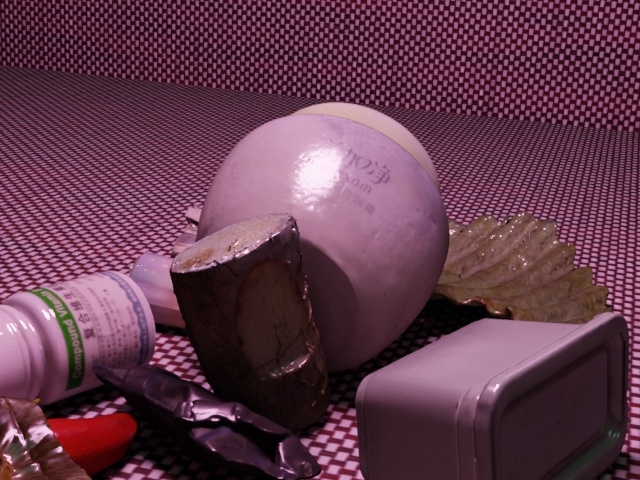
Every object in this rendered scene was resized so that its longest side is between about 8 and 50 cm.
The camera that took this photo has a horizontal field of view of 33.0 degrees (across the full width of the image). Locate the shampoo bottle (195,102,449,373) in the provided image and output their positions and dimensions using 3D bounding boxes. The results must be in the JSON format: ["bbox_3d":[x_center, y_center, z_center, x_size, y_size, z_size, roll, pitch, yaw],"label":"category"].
[{"bbox_3d":[0.000,0.000,1.400,0.322,0.323,0.317,9,42,18],"label":"shampoo bottle"}]

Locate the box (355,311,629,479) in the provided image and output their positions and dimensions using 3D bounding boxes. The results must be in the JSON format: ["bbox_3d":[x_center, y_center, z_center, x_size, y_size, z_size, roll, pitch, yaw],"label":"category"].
[{"bbox_3d":[0.184,0.179,1.144,0.182,0.175,0.311,7,16,39],"label":"box"}]

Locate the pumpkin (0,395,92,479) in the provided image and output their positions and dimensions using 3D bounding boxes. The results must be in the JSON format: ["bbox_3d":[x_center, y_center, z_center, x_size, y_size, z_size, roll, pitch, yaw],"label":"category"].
[{"bbox_3d":[-0.250,0.225,0.806,0.139,0.222,0.317,-5,20,-27],"label":"pumpkin"}]

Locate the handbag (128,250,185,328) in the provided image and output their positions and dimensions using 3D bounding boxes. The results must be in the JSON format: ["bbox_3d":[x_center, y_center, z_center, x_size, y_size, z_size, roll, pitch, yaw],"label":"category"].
[{"bbox_3d":[-0.202,0.076,1.522,0.173,0.095,0.117,13,17,6],"label":"handbag"}]

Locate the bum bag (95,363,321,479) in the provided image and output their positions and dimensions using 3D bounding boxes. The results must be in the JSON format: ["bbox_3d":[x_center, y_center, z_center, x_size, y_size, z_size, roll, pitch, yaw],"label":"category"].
[{"bbox_3d":[-0.133,0.190,1.157,0.137,0.074,0.310,26,-7,-42],"label":"bum bag"}]

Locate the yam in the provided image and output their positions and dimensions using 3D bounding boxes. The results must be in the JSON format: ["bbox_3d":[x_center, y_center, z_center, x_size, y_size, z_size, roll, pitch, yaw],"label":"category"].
[{"bbox_3d":[-0.079,0.087,1.215,0.153,0.255,0.154,-9,33,6],"label":"yam"}]

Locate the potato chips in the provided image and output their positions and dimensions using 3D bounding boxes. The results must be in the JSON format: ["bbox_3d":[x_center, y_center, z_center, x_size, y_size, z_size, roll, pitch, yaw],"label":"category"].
[{"bbox_3d":[0.262,0.054,1.656,0.373,0.097,0.389,11,22,17],"label":"potato chips"}]

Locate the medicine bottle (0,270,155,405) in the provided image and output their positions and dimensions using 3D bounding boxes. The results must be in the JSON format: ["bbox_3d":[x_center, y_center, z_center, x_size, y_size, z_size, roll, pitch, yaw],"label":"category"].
[{"bbox_3d":[-0.323,0.122,1.263,0.139,0.139,0.236,19,22,41],"label":"medicine bottle"}]

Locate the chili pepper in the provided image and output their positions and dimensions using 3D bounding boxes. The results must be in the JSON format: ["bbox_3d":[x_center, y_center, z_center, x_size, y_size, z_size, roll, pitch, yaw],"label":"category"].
[{"bbox_3d":[-0.336,0.222,1.060,0.368,0.092,0.137,2,-3,-28],"label":"chili pepper"}]

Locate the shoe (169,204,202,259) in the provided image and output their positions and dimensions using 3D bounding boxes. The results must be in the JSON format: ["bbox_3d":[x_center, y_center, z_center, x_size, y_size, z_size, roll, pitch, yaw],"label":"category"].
[{"bbox_3d":[-0.184,-0.014,1.794,0.089,0.092,0.180,10,19,19],"label":"shoe"}]
